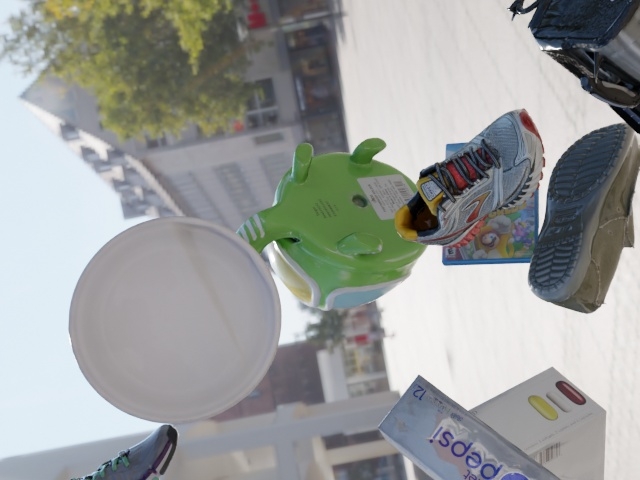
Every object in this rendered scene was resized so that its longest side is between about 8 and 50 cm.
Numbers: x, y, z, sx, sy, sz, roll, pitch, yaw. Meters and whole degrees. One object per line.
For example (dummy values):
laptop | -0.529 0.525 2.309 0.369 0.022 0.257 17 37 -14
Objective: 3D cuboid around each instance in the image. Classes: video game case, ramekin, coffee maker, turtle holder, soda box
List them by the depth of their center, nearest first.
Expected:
coffee maker | 0.306 -0.192 0.915 0.178 0.120 0.171 31 -160 -29
video game case | 0.214 -0.050 1.168 0.015 0.119 0.166 49 -137 -61
soda box | 0.218 0.309 1.241 0.286 0.098 0.091 34 168 24
ramekin | -0.191 0.107 1.246 0.127 0.273 0.273 137 122 -81
turtle holder | 0.018 0.008 1.422 0.320 0.243 0.227 -43 -15 -43

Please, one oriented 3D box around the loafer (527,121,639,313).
loafer | 0.308 -0.024 1.052 0.087 0.094 0.251 40 -115 -28

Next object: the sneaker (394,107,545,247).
sneaker | 0.161 -0.058 1.016 0.225 0.092 0.088 -53 49 45

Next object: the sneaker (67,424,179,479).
sneaker | -0.276 0.312 1.174 0.098 0.224 0.083 41 165 -12

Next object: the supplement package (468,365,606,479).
supplement package | 0.356 0.385 1.643 0.145 0.262 0.204 43 150 50
